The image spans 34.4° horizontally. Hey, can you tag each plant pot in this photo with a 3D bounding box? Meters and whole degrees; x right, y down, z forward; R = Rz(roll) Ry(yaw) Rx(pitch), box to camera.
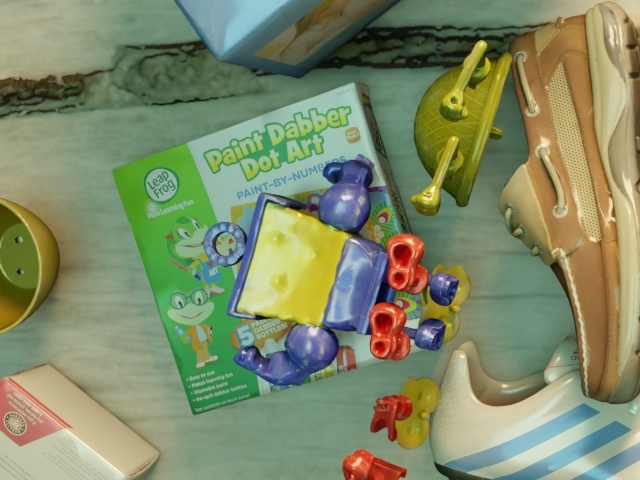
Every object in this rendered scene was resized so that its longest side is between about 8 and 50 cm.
[{"bbox_3d":[-0.307,0.020,0.999,0.134,0.095,0.134,1,95,14],"label":"plant pot"}]

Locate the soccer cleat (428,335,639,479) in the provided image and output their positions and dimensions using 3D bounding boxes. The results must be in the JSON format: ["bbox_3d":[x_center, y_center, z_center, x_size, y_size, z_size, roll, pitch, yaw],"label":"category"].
[{"bbox_3d":[0.254,0.157,0.855,0.331,0.116,0.143,5,95,14],"label":"soccer cleat"}]

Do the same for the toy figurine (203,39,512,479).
[{"bbox_3d":[0.000,0.000,0.822,0.217,0.191,0.362,16,95,21],"label":"toy figurine"}]

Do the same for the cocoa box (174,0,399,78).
[{"bbox_3d":[0.024,-0.320,0.809,0.347,0.231,0.228,-36,86,15],"label":"cocoa box"}]

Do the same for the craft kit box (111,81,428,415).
[{"bbox_3d":[-0.039,0.011,0.952,0.250,0.061,0.246,-18,88,15],"label":"craft kit box"}]

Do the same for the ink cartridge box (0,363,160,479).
[{"bbox_3d":[-0.286,0.257,1.019,0.158,0.092,0.218,37,101,9],"label":"ink cartridge box"}]

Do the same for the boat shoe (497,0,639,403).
[{"bbox_3d":[0.209,-0.029,0.841,0.116,0.123,0.324,-6,75,24],"label":"boat shoe"}]
